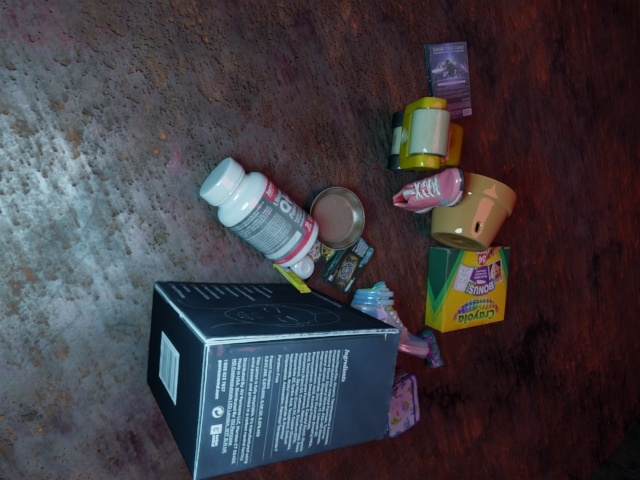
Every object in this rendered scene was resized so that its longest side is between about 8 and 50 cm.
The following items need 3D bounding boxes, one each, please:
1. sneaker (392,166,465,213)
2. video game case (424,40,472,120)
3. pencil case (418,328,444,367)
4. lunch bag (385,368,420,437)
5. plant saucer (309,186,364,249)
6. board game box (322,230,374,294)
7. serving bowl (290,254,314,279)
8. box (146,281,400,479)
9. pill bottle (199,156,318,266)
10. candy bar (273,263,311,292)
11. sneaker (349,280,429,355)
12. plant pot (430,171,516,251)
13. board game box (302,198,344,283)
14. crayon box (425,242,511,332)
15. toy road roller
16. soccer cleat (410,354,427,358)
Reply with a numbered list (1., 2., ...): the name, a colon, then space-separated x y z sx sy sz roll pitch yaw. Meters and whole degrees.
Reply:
1. sneaker: 0.349 -0.153 1.510 0.136 0.314 0.116 -1 78 -21
2. video game case: 0.475 -0.583 1.685 0.196 0.026 0.274 -17 104 -29
3. pencil case: 0.427 0.421 1.770 0.070 0.064 0.152 -60 132 -61
4. lunch bag: 0.285 0.598 1.698 0.176 0.090 0.219 -14 105 -32
5. plant saucer: 0.048 -0.070 1.451 0.198 0.036 0.199 -1 93 -27
6. board game box: 0.095 0.076 1.526 0.126 0.026 0.186 40 79 -41
7. serving bowl: -0.052 0.083 1.420 0.083 0.027 0.083 -6 101 -32
8. box: -0.144 0.295 1.160 0.471 0.480 0.297 2 97 -31
9. pill bottle: -0.169 -0.078 1.270 0.318 0.176 0.176 40 76 -29
10. candy bar: -0.087 0.108 1.363 0.040 0.161 0.018 -1 118 -42
11. sneaker: 0.244 0.258 1.554 0.319 0.127 0.208 20 82 -7
12. plant pot: 0.512 -0.088 1.611 0.291 0.291 0.203 27 78 -31
13. board game box: 0.000 0.000 1.473 0.259 0.030 0.136 -45 115 -19
14. crayon box: 0.586 0.176 1.810 0.363 0.106 0.313 -3 98 -31
15. toy road roller: 0.371 -0.323 1.483 0.240 0.329 0.202 4 95 -10
16. soccer cleat: 0.299 0.375 1.685 0.095 0.083 0.248 -47 118 0
